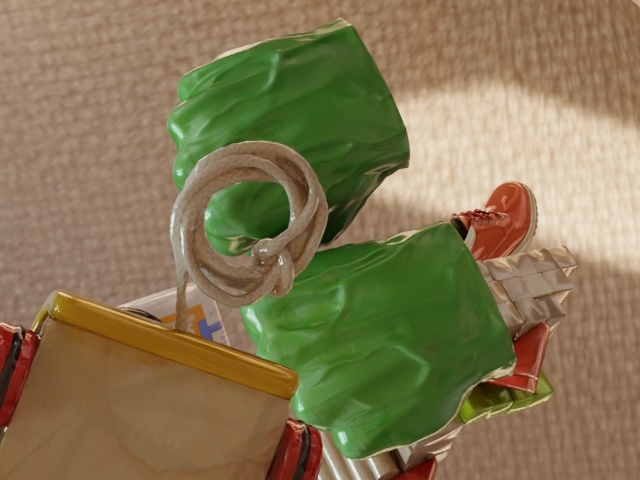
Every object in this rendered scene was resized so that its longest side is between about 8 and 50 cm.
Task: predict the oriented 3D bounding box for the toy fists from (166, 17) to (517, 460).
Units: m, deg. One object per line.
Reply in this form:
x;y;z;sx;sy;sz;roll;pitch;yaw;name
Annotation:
0.000;0.000;0.924;0.142;0.096;0.279;-22;75;-11;toy fists

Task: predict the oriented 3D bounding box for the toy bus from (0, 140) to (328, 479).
-0.075;0.088;0.449;0.202;0.104;0.191;-25;104;-12;toy bus

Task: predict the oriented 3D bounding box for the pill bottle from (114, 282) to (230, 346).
-0.133;0.187;1.379;0.152;0.152;0.272;-18;92;14;pill bottle

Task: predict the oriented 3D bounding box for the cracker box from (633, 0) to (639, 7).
0.280;-0.175;0.800;0.232;0.067;0.156;11;121;-30;cracker box

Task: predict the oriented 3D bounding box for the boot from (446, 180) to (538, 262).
0.160;-0.012;1.447;0.059;0.158;0.085;0;138;39;boot

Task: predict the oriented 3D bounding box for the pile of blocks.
0.087;0.157;1.212;0.362;0.149;0.113;-44;57;27;pile of blocks
